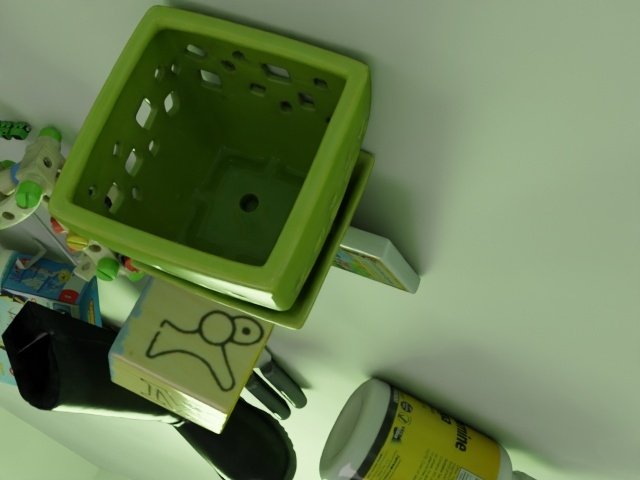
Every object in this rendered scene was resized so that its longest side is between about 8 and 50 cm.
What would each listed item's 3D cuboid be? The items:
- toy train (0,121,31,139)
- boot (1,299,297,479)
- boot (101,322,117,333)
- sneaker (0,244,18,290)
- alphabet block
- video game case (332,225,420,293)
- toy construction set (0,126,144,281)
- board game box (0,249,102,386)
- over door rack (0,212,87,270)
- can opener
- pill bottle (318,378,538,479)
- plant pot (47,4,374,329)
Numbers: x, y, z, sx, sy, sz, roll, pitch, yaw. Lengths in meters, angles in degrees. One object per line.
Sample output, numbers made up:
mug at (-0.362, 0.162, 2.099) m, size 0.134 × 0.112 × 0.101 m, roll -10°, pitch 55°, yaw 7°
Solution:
toy train at (-0.417, -0.145, 1.396) m, size 0.083 × 0.024 × 0.017 m, roll 7°, pitch 151°, yaw 38°
boot at (-0.285, 0.279, 1.778) m, size 0.367 × 0.146 × 0.445 m, roll 36°, pitch -177°, yaw 40°
boot at (-0.461, 0.180, 2.078) m, size 0.236 × 0.089 × 0.269 m, roll -2°, pitch 143°, yaw 49°
sneaker at (-0.525, 0.042, 1.612) m, size 0.092 × 0.087 × 0.228 m, roll 25°, pitch 157°, yaw -13°
alphabet block at (-0.194, 0.160, 1.612) m, size 0.197 × 0.192 × 0.193 m, roll 27°, pitch 160°, yaw 1°
video game case at (0.000, 0.000, 1.188) m, size 0.206 × 0.026 × 0.227 m, roll 19°, pitch 173°, yaw 17°
toy construction set at (-0.341, -0.026, 1.409) m, size 0.215 × 0.151 × 0.327 m, roll -15°, pitch 150°, yaw 22°
board game box at (-0.560, 0.150, 1.932) m, size 0.302 × 0.086 × 0.308 m, roll 14°, pitch 137°, yaw 5°
over door rack at (-0.524, -0.033, 1.651) m, size 0.239 × 0.108 × 0.324 m, roll 2°, pitch 148°, yaw 46°
can opener at (-0.108, 0.225, 1.838) m, size 0.280 × 0.074 × 0.093 m, roll 53°, pitch -177°, yaw -46°
pill bottle at (0.182, 0.374, 1.675) m, size 0.334 × 0.188 × 0.188 m, roll 29°, pitch 158°, yaw -8°
plant pot at (-0.081, -0.054, 0.986) m, size 0.227 × 0.228 × 0.207 m, roll 19°, pitch 164°, yaw 16°
